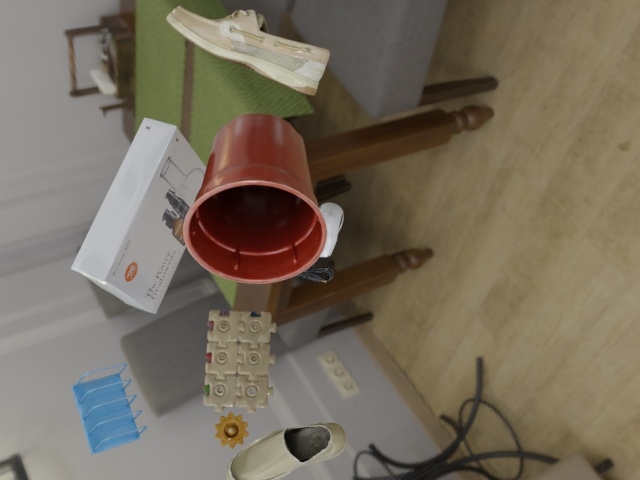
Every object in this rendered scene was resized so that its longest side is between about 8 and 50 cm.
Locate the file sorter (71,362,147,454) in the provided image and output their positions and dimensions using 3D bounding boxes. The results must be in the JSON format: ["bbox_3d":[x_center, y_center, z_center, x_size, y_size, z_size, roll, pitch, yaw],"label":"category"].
[{"bbox_3d":[-0.492,0.390,1.700,0.104,0.118,0.170,-45,63,49],"label":"file sorter"}]

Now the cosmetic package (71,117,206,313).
[{"bbox_3d":[-0.395,-0.048,1.685,0.097,0.377,0.284,16,164,18],"label":"cosmetic package"}]

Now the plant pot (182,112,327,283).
[{"bbox_3d":[-0.128,-0.100,1.465,0.265,0.272,0.272,-93,11,-46],"label":"plant pot"}]

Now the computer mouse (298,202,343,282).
[{"bbox_3d":[0.000,0.000,1.707,0.042,0.106,0.193,70,-144,-83],"label":"computer mouse"}]

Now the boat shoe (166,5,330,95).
[{"bbox_3d":[-0.129,-0.362,1.303,0.302,0.109,0.098,26,105,6],"label":"boat shoe"}]

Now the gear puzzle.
[{"bbox_3d":[-0.201,0.342,1.803,0.044,0.175,0.339,91,180,-74],"label":"gear puzzle"}]

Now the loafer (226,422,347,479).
[{"bbox_3d":[-0.077,0.441,1.526,0.092,0.268,0.102,72,176,-59],"label":"loafer"}]
